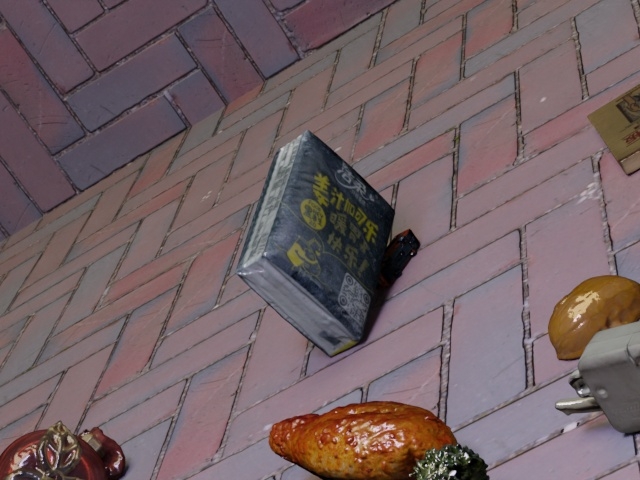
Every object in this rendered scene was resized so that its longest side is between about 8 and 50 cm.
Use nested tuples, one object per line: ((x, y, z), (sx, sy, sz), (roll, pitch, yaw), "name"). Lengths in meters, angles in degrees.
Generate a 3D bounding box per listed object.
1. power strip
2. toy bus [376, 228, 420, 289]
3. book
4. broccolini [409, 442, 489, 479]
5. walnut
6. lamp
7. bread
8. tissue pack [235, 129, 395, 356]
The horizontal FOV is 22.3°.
((0.328, 0.114, 1.461), (0.288, 0.093, 0.053), (-18, 22, 42), "power strip")
((0.099, 0.026, 2.244), (0.043, 0.031, 0.110), (-23, 19, 42), "toy bus")
((0.440, -0.166, 2.132), (0.161, 0.026, 0.231), (-32, 17, 9), "book")
((0.011, 0.328, 1.485), (0.392, 0.078, 0.074), (-40, 35, -20), "broccolini")
((0.287, 0.072, 1.724), (0.121, 0.052, 0.091), (-40, 20, -9), "walnut")
((-0.347, 0.309, 2.110), (0.215, 0.151, 0.223), (-37, 14, -22), "lamp")
((0.042, 0.207, 1.700), (0.139, 0.095, 0.269), (4, 2, -27), "bread")
((0.000, 0.000, 2.150), (0.081, 0.185, 0.257), (-29, 29, 35), "tissue pack")
